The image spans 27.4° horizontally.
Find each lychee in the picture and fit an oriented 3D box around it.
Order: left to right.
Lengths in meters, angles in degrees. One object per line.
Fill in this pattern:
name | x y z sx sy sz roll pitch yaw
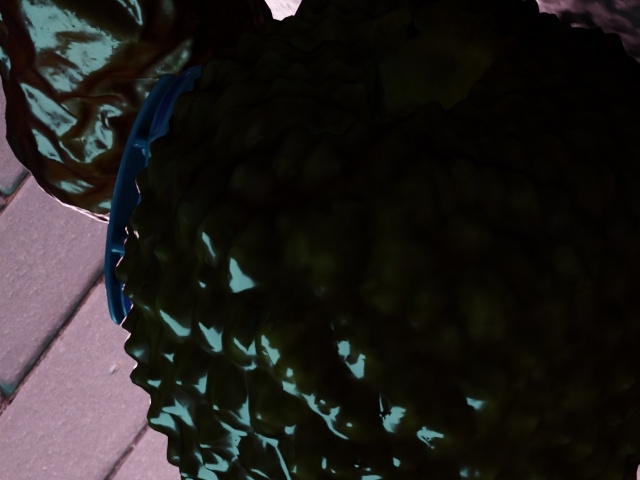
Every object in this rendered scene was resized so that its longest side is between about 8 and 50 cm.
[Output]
lychee | 0.039 0.028 0.570 0.267 0.267 0.267 36 176 3

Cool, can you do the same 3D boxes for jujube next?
jujube | -0.126 -0.133 0.860 0.216 0.216 0.342 36 161 11

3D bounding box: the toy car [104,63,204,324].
toy car | 0.000 0.000 0.807 0.166 0.198 0.314 12 180 34
